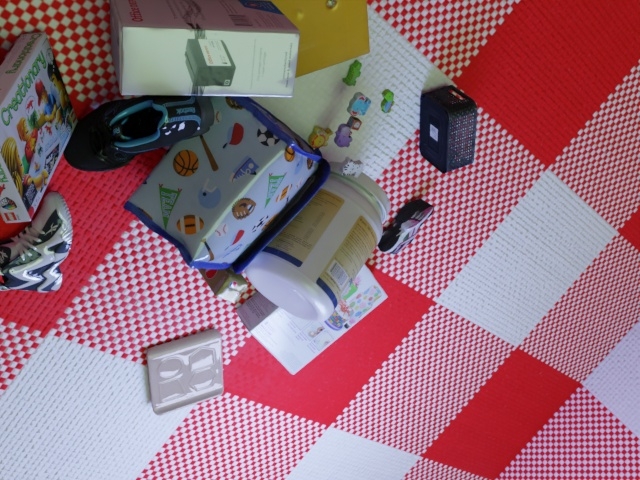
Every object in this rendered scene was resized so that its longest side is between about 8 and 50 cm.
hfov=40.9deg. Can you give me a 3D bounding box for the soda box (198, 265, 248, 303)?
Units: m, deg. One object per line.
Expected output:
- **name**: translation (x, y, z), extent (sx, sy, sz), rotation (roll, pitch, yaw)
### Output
- **soda box**: translation (-0.232, 0.062, 1.925), extent (0.061, 0.181, 0.058), rotation (26, 106, -42)

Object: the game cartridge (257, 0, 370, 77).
- **game cartridge**: translation (-0.057, -0.468, 1.743), extent (0.324, 0.052, 0.285), rotation (-20, 131, -16)

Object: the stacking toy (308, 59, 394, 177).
- **stacking toy**: translation (0.066, -0.266, 1.886), extent (0.052, 0.167, 0.221), rotation (9, 118, -38)

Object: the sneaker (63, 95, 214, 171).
- **sneaker**: translation (-0.366, -0.207, 1.578), extent (0.341, 0.125, 0.140), rotation (-17, -176, 29)

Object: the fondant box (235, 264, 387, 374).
- **fondant box**: translation (-0.018, 0.161, 2.203), extent (0.330, 0.096, 0.238), rotation (-38, 135, -2)

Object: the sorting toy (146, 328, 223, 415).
- **sorting toy**: translation (-0.340, 0.328, 2.162), extent (0.193, 0.038, 0.208), rotation (-15, 125, -24)

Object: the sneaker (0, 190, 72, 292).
- **sneaker**: translation (-0.590, 0.011, 1.712), extent (0.153, 0.094, 0.235), rotation (-9, 137, -39)

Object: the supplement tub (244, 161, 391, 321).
- **supplement tub**: translation (0.000, 0.000, 1.945), extent (0.316, 0.228, 0.228), rotation (-55, 139, -22)

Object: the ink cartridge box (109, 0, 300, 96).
- **ink cartridge box**: translation (-0.216, -0.353, 1.551), extent (0.308, 0.223, 0.129), rotation (-2, 120, -18)

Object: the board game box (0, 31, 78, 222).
- **board game box**: translation (-0.507, -0.200, 1.476), extent (0.053, 0.305, 0.193), rotation (-4, 131, 7)

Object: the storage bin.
- **storage bin**: translation (0.306, -0.268, 2.074), extent (0.084, 0.122, 0.180), rotation (-21, 131, -19)

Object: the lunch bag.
- **lunch bag**: translation (-0.163, -0.110, 1.781), extent (0.328, 0.239, 0.385), rotation (-48, 169, 5)

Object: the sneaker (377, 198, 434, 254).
- **sneaker**: translation (0.228, -0.034, 2.249), extent (0.178, 0.072, 0.077), rotation (-42, 147, 12)
